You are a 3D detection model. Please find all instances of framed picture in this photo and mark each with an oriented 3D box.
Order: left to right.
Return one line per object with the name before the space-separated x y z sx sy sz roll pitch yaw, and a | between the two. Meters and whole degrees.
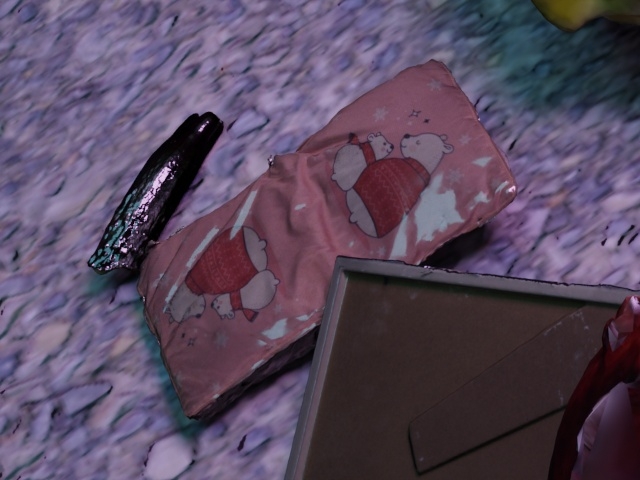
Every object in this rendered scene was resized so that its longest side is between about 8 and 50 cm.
framed picture | 0.072 0.105 1.069 0.250 0.016 0.184 5 80 49

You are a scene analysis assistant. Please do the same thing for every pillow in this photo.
pillow | 0.000 0.000 1.224 0.248 0.049 0.135 -35 54 8

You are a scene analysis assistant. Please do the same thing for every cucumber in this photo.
cucumber | -0.109 -0.032 1.301 0.033 0.034 0.134 14 69 36

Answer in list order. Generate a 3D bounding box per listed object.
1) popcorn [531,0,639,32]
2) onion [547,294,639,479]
popcorn | 0.215 -0.248 1.125 0.336 0.279 0.274 11 79 23
onion | 0.242 0.141 0.858 0.341 0.341 0.341 -11 58 19
